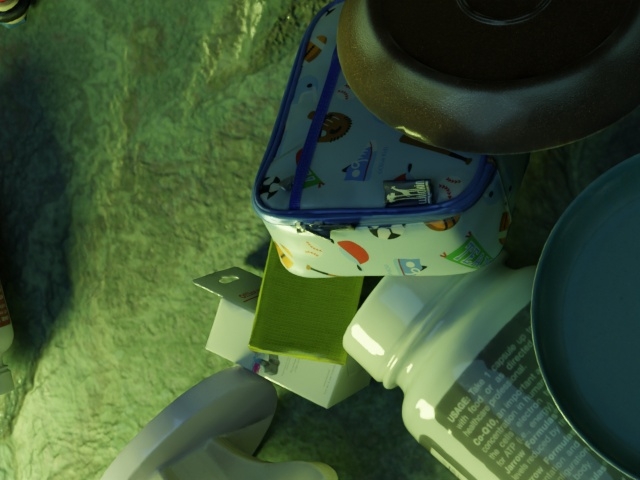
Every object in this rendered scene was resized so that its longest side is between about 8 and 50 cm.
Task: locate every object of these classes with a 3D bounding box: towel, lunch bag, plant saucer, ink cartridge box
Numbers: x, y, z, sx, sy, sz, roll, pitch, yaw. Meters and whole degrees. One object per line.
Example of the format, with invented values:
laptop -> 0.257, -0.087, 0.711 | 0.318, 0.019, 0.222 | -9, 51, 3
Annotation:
towel -> 0.000, 0.000, 1.818 | 0.102, 0.021, 0.237 | 7, 73, 16
lunch bag -> 0.066, -0.099, 1.696 | 0.243, 0.303, 0.115 | 0, 140, 23
plant saucer -> 0.339, 0.069, 1.599 | 0.317, 0.044, 0.318 | -1, 74, 4
plant saucer -> 0.164, -0.207, 1.640 | 0.310, 0.311, 0.050 | 14, 146, 22
ink cartridge box -> -0.040, 0.094, 1.870 | 0.181, 0.104, 0.062 | 25, 108, 20

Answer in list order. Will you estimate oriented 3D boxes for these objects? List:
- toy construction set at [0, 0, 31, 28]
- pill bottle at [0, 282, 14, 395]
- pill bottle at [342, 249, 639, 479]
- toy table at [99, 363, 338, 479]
toy construction set -> -0.466, -0.305, 1.910 | 0.257, 0.309, 0.237 | -22, 84, 18
pill bottle -> -0.403, 0.070, 2.024 | 0.121, 0.121, 0.216 | -14, 92, 26
pill bottle -> 0.207, 0.154, 1.710 | 0.361, 0.204, 0.204 | 42, 113, 13
toy table -> -0.107, 0.275, 1.873 | 0.161, 0.252, 0.274 | 49, 125, 28
